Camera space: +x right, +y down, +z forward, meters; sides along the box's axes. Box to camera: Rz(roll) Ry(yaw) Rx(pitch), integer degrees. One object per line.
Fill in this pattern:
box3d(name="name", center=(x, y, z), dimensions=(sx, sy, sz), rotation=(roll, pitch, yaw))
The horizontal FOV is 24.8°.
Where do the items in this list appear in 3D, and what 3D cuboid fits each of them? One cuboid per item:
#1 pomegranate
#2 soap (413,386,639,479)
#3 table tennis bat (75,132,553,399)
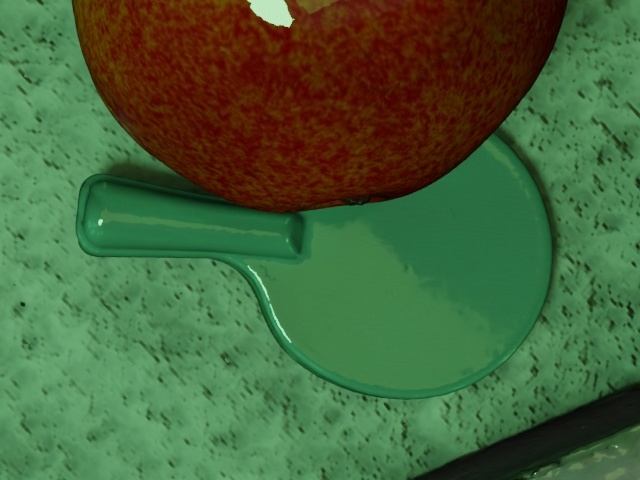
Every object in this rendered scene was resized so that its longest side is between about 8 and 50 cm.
box3d(name="pomegranate", center=(-0.004, -0.140, 0.649), dimensions=(0.221, 0.221, 0.256), rotation=(-11, 74, -5))
box3d(name="soap", center=(0.138, 0.227, 0.729), dimensions=(0.181, 0.081, 0.259), rotation=(-24, 94, -4))
box3d(name="table tennis bat", center=(0.000, 0.000, 0.734), dimensions=(0.244, 0.040, 0.153), rotation=(6, 88, -9))
